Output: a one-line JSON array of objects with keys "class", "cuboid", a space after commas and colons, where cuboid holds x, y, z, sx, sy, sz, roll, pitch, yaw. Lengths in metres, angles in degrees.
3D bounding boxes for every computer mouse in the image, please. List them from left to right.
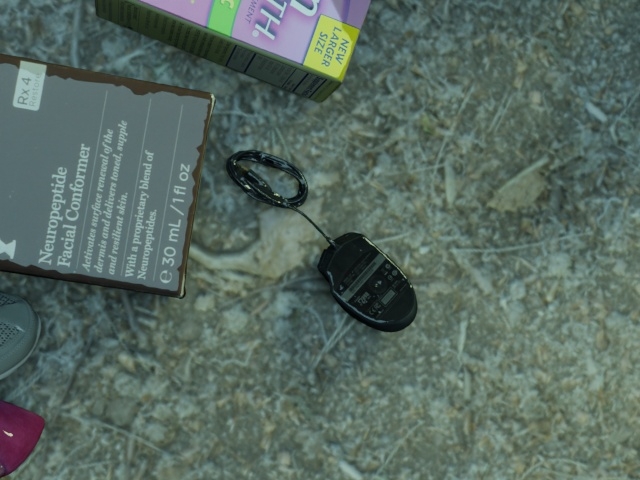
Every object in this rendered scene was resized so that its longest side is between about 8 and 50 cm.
[{"class": "computer mouse", "cuboid": [0.000, 0.000, 1.180, 0.242, 0.041, 0.071, 45, 72, 2]}]

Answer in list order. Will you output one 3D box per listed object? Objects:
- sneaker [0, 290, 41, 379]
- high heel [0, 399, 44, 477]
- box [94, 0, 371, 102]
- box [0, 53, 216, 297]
[{"class": "sneaker", "cuboid": [-0.369, 0.069, 1.024, 0.281, 0.115, 0.105, 2, 47, -36]}, {"class": "high heel", "cuboid": [-0.375, 0.133, 1.097, 0.244, 0.082, 0.117, 37, 48, 8]}, {"class": "box", "cuboid": [-0.065, -0.279, 1.137, 0.243, 0.117, 0.214, 21, 84, -9]}, {"class": "box", "cuboid": [-0.297, -0.069, 1.076, 0.381, 0.143, 0.191, 9, 86, -8]}]
